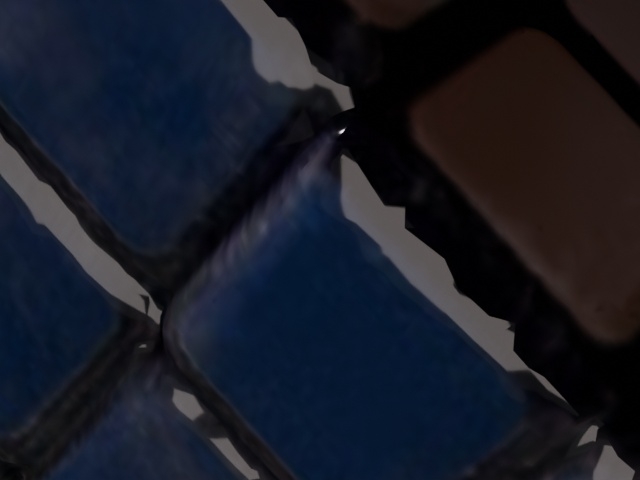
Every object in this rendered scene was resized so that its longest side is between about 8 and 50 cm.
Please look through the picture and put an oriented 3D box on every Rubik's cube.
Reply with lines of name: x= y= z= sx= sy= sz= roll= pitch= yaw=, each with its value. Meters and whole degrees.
Rubik's cube: x=0.000 y=0.000 z=0.589 sx=0.337 sy=0.344 sz=0.344 roll=47 pitch=130 yaw=3
